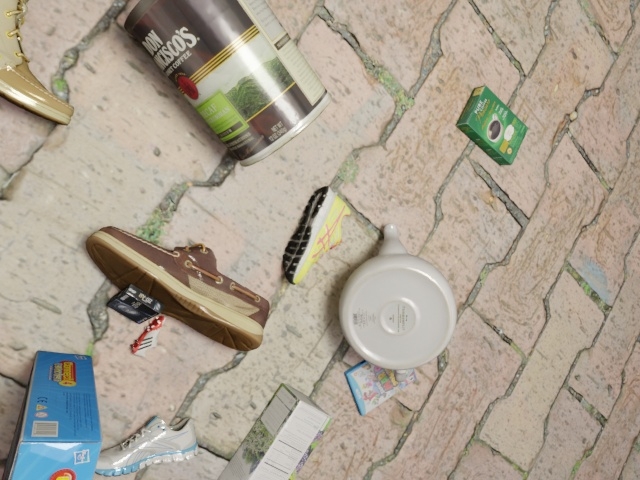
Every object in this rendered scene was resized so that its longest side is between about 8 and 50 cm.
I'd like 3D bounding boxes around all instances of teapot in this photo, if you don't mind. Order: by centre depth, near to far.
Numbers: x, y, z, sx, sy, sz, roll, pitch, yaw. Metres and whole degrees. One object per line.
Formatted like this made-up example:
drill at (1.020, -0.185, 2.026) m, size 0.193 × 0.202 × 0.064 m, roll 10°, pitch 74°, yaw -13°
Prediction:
teapot at (0.160, 0.140, 0.979) m, size 0.253 × 0.187 × 0.256 m, roll 41°, pitch 100°, yaw 0°

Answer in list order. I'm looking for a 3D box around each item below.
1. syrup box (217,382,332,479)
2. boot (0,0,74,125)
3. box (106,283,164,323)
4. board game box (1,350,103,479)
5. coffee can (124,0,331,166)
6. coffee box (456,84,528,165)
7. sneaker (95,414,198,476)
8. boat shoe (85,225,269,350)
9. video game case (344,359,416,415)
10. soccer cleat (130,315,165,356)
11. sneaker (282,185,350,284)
syrup box at (-0.093, 0.423, 0.929) m, size 0.096 × 0.093 × 0.236 m, roll 39°, pitch 79°, yaw -26°
boot at (-0.439, -0.313, 0.664) m, size 0.262 × 0.095 × 0.203 m, roll 36°, pitch 79°, yaw -22°
box at (-0.315, 0.110, 0.786) m, size 0.067 × 0.083 × 0.018 m, roll 40°, pitch 46°, yaw -26°
board game box at (-0.397, 0.351, 0.647) m, size 0.086 × 0.308 × 0.301 m, roll 15°, pitch 90°, yaw -29°
coffee can at (-0.140, -0.290, 0.755) m, size 0.201 × 0.202 × 0.275 m, roll -46°, pitch 114°, yaw -15°
coffee box at (0.422, -0.278, 1.131) m, size 0.184 × 0.040 × 0.113 m, roll 30°, pitch 82°, yaw -27°
sneaker at (-0.315, 0.360, 0.831) m, size 0.191 × 0.071 × 0.082 m, roll 0°, pitch 90°, yaw -35°
boat shoe at (-0.233, 0.066, 0.818) m, size 0.342 × 0.123 × 0.123 m, roll 34°, pitch 51°, yaw -19°
video game case at (0.144, 0.316, 1.080) m, size 0.166 × 0.015 × 0.119 m, roll -26°, pitch 108°, yaw -21°
soccer cleat at (-0.303, 0.172, 0.830) m, size 0.083 × 0.029 × 0.035 m, roll -51°, pitch 124°, yaw -9°
sneaker at (0.000, 0.000, 0.931) m, size 0.094 × 0.081 × 0.208 m, roll 31°, pitch 82°, yaw -29°
